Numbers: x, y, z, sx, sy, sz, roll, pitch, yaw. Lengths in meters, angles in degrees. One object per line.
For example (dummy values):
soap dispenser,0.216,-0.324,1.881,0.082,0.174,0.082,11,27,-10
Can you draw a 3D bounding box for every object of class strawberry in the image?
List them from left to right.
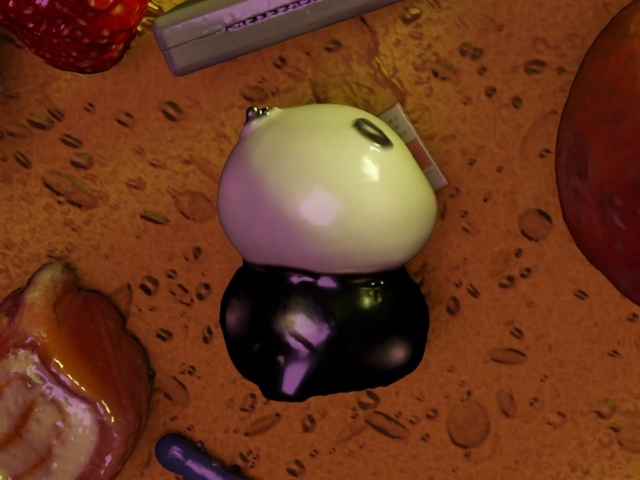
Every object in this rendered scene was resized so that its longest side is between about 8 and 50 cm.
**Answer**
strawberry,-0.230,-0.263,1.337,0.261,0.261,0.258,20,104,9

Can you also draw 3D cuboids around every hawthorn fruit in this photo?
hawthorn fruit,0.312,-0.048,1.227,0.276,0.307,0.276,1,112,2

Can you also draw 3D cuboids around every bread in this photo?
bread,-0.270,0.167,1.518,0.190,0.123,0.244,43,111,-1

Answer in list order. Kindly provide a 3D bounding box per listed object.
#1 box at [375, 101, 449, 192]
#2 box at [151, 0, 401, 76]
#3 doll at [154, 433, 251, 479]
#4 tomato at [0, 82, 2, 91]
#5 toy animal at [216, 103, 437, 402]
box,0.071,-0.073,1.428,0.046,0.012,0.083,-31,94,19
box,-0.014,-0.203,1.369,0.243,0.103,0.055,-17,103,18
doll,-0.099,0.220,1.539,0.125,0.027,0.037,32,110,2
tomato,-0.444,-0.130,1.396,0.303,0.239,0.303,9,108,29
toy animal,0.003,0.002,1.384,0.187,0.165,0.235,4,103,20
